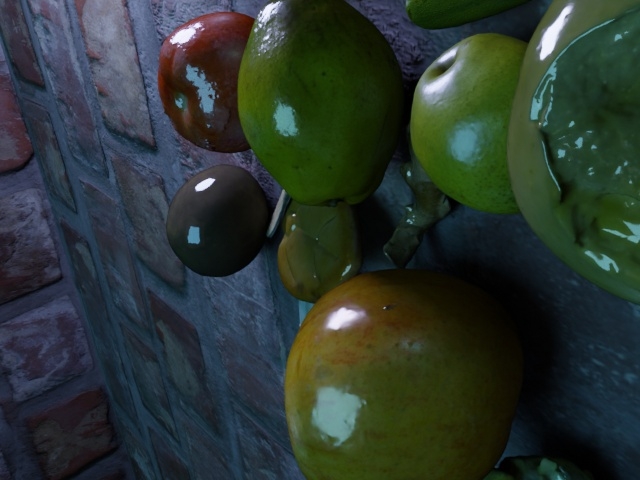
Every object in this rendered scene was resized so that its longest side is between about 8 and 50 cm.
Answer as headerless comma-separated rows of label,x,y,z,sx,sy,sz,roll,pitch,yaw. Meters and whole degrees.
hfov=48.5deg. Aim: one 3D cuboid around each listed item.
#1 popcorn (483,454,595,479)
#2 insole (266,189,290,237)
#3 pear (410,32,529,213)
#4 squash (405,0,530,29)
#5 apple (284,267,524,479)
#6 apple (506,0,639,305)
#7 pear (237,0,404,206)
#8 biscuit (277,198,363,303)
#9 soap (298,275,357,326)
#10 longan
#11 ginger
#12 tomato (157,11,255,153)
popcorn,0.273,0.354,0.835,0.212,0.198,0.197,-120,21,-60
insole,-0.053,-0.083,1.156,0.011,0.081,0.247,20,141,-8
pear,0.189,-0.096,0.697,0.216,0.166,0.180,38,178,-15
squash,0.169,-0.256,0.692,0.252,0.066,0.066,-1,110,57
apple,0.105,0.180,0.874,0.275,0.299,0.298,-2,117,10
apple,0.269,-0.076,0.493,0.279,0.279,0.279,36,138,40
pear,0.001,-0.172,0.875,0.212,0.213,0.269,9,113,54
biscuit,-0.004,-0.002,1.063,0.260,0.041,0.202,36,107,61
soap,0.050,0.207,1.166,0.173,0.095,0.289,36,139,42
longan,-0.184,-0.031,1.275,0.198,0.198,0.212,53,150,21
ginger,0.130,-0.086,0.865,0.089,0.075,0.288,28,132,15
tomato,-0.136,-0.235,1.056,0.208,0.184,0.208,35,142,33
